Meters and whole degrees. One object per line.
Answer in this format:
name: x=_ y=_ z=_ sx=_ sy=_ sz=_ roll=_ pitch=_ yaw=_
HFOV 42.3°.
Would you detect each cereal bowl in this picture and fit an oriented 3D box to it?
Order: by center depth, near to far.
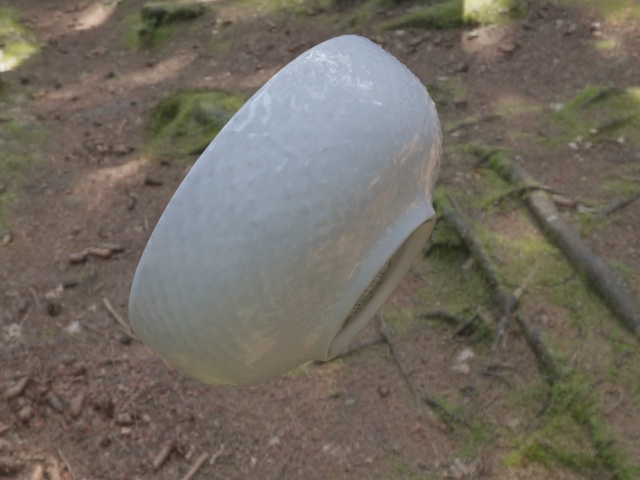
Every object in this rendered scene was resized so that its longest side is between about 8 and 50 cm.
cereal bowl: x=0.000 y=0.000 z=0.727 sx=0.141 sy=0.339 sz=0.339 roll=37 pitch=47 yaw=13
